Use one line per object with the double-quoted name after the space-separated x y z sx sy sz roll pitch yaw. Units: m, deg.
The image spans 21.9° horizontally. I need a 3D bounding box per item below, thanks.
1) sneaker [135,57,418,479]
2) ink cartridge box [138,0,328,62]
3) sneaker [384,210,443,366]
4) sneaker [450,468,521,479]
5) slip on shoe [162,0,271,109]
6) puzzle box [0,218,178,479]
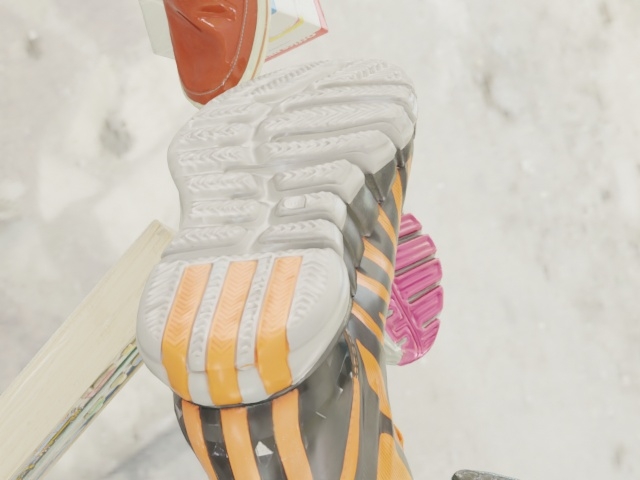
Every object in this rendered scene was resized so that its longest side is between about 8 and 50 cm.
-0.010 0.040 0.837 0.321 0.124 0.180 -69 151 -55 "sneaker"
-0.084 -0.248 1.822 0.231 0.134 0.078 5 65 -65 "ink cartridge box"
0.000 0.000 1.280 0.103 0.111 0.252 -7 56 -46 "sneaker"
0.118 0.369 1.560 0.341 0.139 0.125 -53 155 -29 "sneaker"
-0.122 -0.282 1.538 0.101 0.123 0.331 -8 93 -50 "slip on shoe"
-0.239 0.156 1.415 0.052 0.409 0.272 41 -1 3 "puzzle box"
